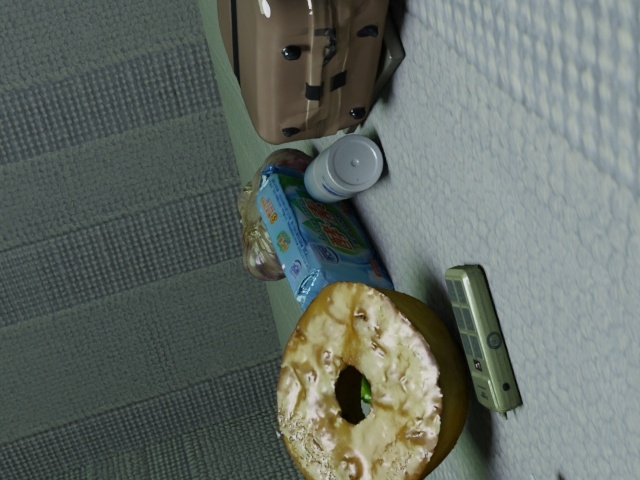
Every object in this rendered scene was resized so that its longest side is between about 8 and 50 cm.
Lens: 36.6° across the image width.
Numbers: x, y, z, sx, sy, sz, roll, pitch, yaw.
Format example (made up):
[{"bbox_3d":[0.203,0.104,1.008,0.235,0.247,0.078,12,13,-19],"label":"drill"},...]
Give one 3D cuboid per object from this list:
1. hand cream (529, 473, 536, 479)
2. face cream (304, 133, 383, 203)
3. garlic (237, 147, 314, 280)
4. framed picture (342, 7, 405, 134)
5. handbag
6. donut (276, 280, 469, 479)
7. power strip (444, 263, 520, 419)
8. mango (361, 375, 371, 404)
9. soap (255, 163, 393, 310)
[{"bbox_3d":[0.249,0.379,0.816,0.358,0.118,0.185,-107,0,-62],"label":"hand cream"},{"bbox_3d":[0.028,-0.096,1.355,0.250,0.077,0.077,170,84,-83],"label":"face cream"},{"bbox_3d":[-0.053,-0.043,1.739,0.245,0.161,0.245,-33,50,52],"label":"garlic"},{"bbox_3d":[0.028,-0.278,1.185,0.315,0.024,0.232,128,126,-79],"label":"framed picture"},{"bbox_3d":[-0.037,-0.280,1.069,0.302,0.149,0.283,94,160,-67],"label":"handbag"},{"bbox_3d":[0.066,0.184,1.187,0.278,0.108,0.277,2,93,43],"label":"donut"},{"bbox_3d":[0.169,0.108,1.011,0.076,0.028,0.169,171,83,-81],"label":"power strip"},{"bbox_3d":[0.108,0.181,1.301,0.178,0.100,0.119,-128,33,-52],"label":"mango"},{"bbox_3d":[0.000,0.000,1.471,0.077,0.156,0.293,-54,41,29],"label":"soap"}]
